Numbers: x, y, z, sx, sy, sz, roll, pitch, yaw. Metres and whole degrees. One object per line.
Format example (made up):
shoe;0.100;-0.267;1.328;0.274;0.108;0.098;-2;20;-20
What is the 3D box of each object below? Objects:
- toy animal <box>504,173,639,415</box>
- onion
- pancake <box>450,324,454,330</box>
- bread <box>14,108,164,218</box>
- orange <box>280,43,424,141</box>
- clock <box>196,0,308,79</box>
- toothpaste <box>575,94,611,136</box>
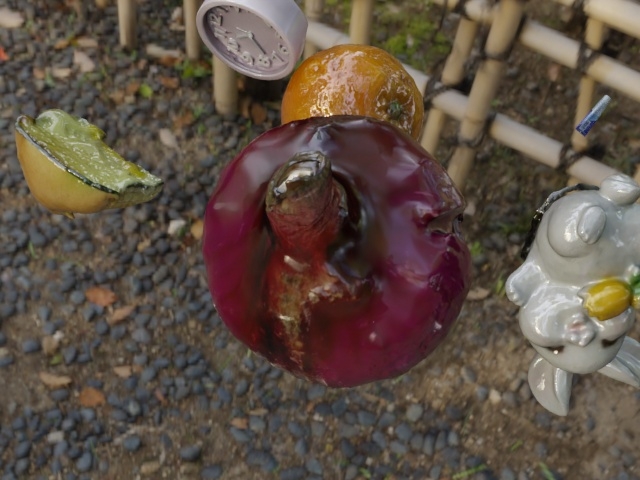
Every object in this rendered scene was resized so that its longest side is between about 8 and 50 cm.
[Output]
toy animal;0.350;0.074;1.240;0.208;0.325;0.154;-18;35;0
onion;0.000;0.000;1.265;0.398;0.420;0.399;-3;81;17
pancake;0.108;0.088;1.519;0.235;0.029;0.212;-15;71;3
bread;-0.400;-0.104;1.562;0.251;0.133;0.174;37;30;21
orange;0.057;-0.223;1.704;0.260;0.261;0.261;4;51;-5
clock;-0.121;-0.378;1.691;0.196;0.197;0.068;22;64;9
toothpaste;0.492;-0.226;1.705;0.024;0.015;0.083;38;87;-4
